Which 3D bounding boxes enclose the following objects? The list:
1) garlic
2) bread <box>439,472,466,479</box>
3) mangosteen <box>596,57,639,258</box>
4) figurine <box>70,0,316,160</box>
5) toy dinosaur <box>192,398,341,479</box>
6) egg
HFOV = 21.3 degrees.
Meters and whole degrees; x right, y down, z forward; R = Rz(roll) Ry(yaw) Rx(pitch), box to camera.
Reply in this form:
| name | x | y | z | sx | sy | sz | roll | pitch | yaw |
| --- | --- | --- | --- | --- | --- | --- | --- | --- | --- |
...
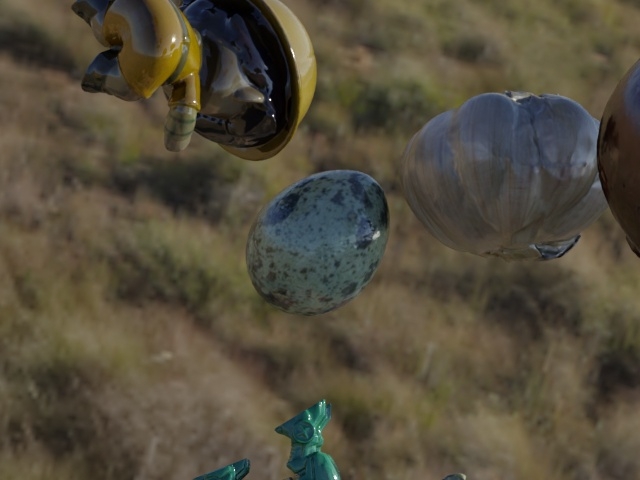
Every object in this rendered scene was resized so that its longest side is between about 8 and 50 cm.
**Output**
| name | x | y | z | sx | sy | sz | roll | pitch | yaw |
| --- | --- | --- | --- | --- | --- | --- | --- | --- | --- |
| garlic | 0.186 | -0.057 | 1.686 | 0.227 | 0.152 | 0.228 | 4 | -15 | 1 |
| bread | 0.142 | 0.313 | 1.606 | 0.127 | 0.152 | 0.147 | 15 | 28 | -45 |
| mangosteen | 0.325 | -0.077 | 1.230 | 0.215 | 0.257 | 0.215 | 30 | 30 | -20 |
| figurine | -0.108 | -0.174 | 1.659 | 0.257 | 0.167 | 0.192 | 8 | 48 | -60 |
| toy dinosaur | -0.040 | 0.213 | 1.178 | 0.259 | 0.153 | 0.094 | -23 | -10 | -1 |
| egg | 0.000 | 0.000 | 1.720 | 0.132 | 0.172 | 0.132 | 33 | 27 | -19 |
